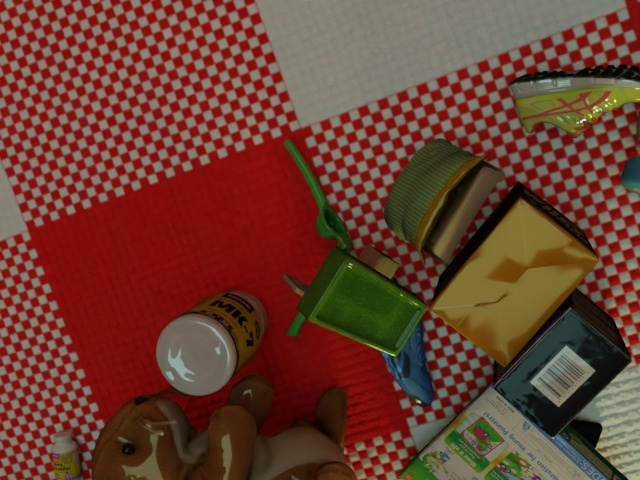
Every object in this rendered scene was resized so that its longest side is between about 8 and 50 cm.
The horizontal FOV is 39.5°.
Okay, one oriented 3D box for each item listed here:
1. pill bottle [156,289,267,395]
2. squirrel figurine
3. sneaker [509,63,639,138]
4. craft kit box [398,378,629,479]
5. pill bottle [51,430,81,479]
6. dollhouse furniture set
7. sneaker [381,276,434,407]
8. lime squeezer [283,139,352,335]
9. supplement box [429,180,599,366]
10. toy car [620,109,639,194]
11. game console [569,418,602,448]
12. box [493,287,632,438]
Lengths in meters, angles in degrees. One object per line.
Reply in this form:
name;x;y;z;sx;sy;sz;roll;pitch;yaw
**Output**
pill bottle;-0.155;0.145;1.342;0.119;0.208;0.119;2;101;12
squirrel figurine;-0.158;0.398;1.334;0.370;0.281;0.397;7;113;-3
sneaker;0.370;-0.190;1.235;0.208;0.081;0.094;2;110;35
craft kit box;0.285;0.358;1.326;0.250;0.061;0.246;43;115;9
pill bottle;-0.436;0.371;1.526;0.043;0.043;0.083;-4;99;13
dollhouse furniture set;0.085;-0.026;1.225;0.151;0.197;0.301;29;96;-27
sneaker;0.132;0.154;1.356;0.082;0.069;0.209;-29;93;11
lime squeezer;0.000;0.000;1.374;0.110;0.059;0.310;8;105;41
supplement box;0.267;0.039;1.241;0.129;0.194;0.191;38;105;3
toy car;0.567;-0.127;1.182;0.238;0.210;0.219;23;90;-21
game console;0.353;0.316;1.365;0.107;0.071;0.122;26;105;38
box;0.329;0.155;1.241;0.108;0.207;0.153;41;104;2
